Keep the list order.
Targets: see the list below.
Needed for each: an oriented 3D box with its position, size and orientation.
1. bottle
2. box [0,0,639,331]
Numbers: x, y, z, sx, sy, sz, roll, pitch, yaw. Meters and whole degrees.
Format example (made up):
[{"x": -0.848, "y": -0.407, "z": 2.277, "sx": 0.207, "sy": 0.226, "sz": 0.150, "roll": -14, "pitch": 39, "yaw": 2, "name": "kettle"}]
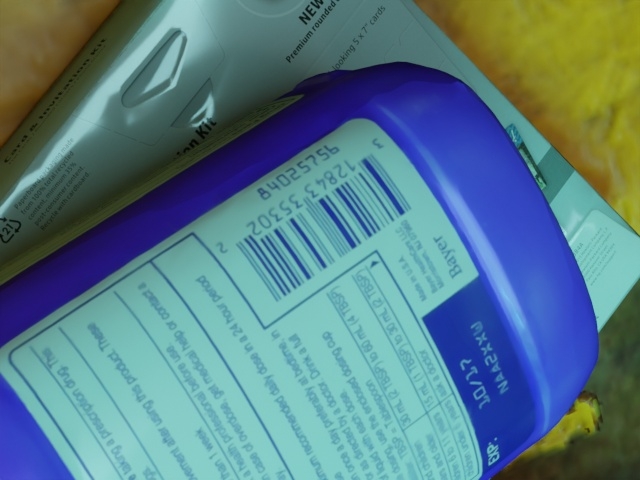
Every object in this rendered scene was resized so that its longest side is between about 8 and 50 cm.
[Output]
[{"x": -0.061, "y": 0.064, "z": 0.434, "sx": 0.283, "sy": 0.092, "sz": 0.118, "roll": -35, "pitch": 103, "yaw": -24, "name": "bottle"}, {"x": 0.000, "y": 0.000, "z": 0.542, "sx": 0.186, "sy": 0.038, "sz": 0.145, "roll": 42, "pitch": 79, "yaw": -26, "name": "box"}]
